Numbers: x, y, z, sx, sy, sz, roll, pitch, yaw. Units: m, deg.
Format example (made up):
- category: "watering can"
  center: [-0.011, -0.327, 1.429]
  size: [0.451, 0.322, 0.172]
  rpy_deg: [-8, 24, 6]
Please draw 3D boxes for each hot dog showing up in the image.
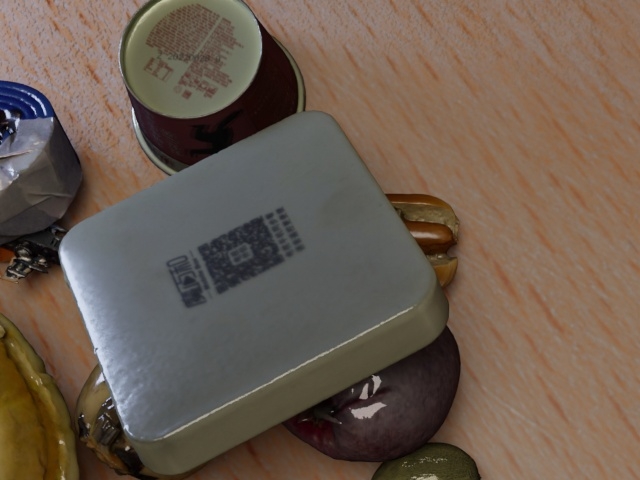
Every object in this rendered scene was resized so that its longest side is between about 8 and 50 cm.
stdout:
- category: "hot dog"
  center: [0.000, 0.000, 1.770]
  size: [0.337, 0.100, 0.135]
  rpy_deg: [2, 73, 9]

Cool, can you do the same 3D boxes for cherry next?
- category: "cherry"
  center: [0.048, 0.157, 1.659]
  size: [0.213, 0.266, 0.183]
  rpy_deg: [23, 119, 36]

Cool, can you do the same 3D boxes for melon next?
- category: "melon"
  center: [0.121, 0.283, 1.667]
  size: [0.131, 0.098, 0.098]
  rpy_deg: [-9, 72, 2]

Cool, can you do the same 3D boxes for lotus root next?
- category: "lotus root"
  center: [-0.147, 0.156, 1.716]
  size: [0.310, 0.183, 0.183]
  rpy_deg: [-42, 71, -17]

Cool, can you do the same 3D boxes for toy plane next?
- category: "toy plane"
  center: [-0.342, 0.011, 1.843]
  size: [0.188, 0.062, 0.135]
  rpy_deg: [12, 51, 10]

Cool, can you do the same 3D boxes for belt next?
- category: "belt"
  center: [-0.485, -0.092, 1.839]
  size: [0.347, 0.117, 0.212]
  rpy_deg: [-4, 52, 11]

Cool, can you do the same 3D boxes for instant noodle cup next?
- category: "instant noodle cup"
  center: [-0.143, -0.204, 1.816]
  size: [0.235, 0.178, 0.234]
  rpy_deg: [-2, 73, 6]

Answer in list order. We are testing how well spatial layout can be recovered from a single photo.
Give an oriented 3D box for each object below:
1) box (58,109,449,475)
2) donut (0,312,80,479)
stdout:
- category: "box"
  center: [-0.086, 0.048, 1.612]
  size: [0.373, 0.090, 0.367]
  rpy_deg: [-28, 45, -2]
- category: "donut"
  center: [-0.487, 0.277, 1.704]
  size: [0.449, 0.198, 0.448]
  rpy_deg: [-6, 68, 14]
